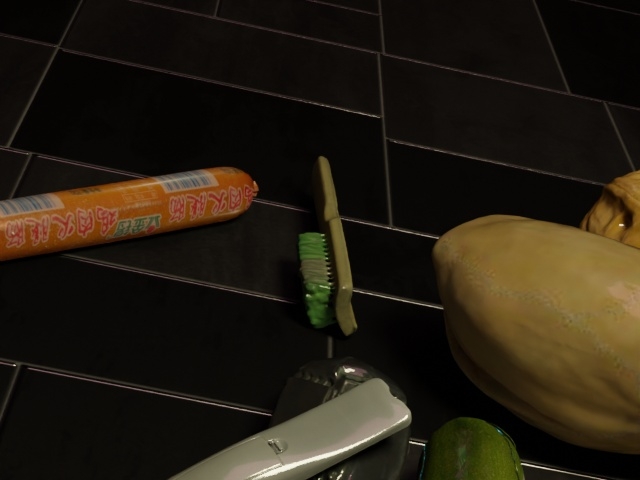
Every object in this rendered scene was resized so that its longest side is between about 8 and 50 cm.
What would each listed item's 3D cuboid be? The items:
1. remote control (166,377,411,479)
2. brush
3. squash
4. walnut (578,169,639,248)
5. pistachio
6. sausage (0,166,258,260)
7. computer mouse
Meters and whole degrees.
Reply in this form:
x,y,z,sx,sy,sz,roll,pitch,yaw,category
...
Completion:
x,y,z,sx,sy,sz,roll,pitch,yaw,category
-0.023,0.145,1.079,0.184,0.027,0.050,-25,47,-21,remote control
0.000,0.000,1.440,0.048,0.054,0.282,-2,27,-3,brush
0.087,0.210,1.014,0.087,0.087,0.331,17,25,7,squash
0.330,0.019,1.408,0.193,0.193,0.225,5,30,-17,walnut
0.223,0.075,1.249,0.293,0.162,0.181,19,57,32,pistachio
-0.186,-0.025,1.394,0.348,0.053,0.053,-12,35,-42,sausage
0.017,0.134,1.157,0.106,0.062,0.192,15,24,2,computer mouse
